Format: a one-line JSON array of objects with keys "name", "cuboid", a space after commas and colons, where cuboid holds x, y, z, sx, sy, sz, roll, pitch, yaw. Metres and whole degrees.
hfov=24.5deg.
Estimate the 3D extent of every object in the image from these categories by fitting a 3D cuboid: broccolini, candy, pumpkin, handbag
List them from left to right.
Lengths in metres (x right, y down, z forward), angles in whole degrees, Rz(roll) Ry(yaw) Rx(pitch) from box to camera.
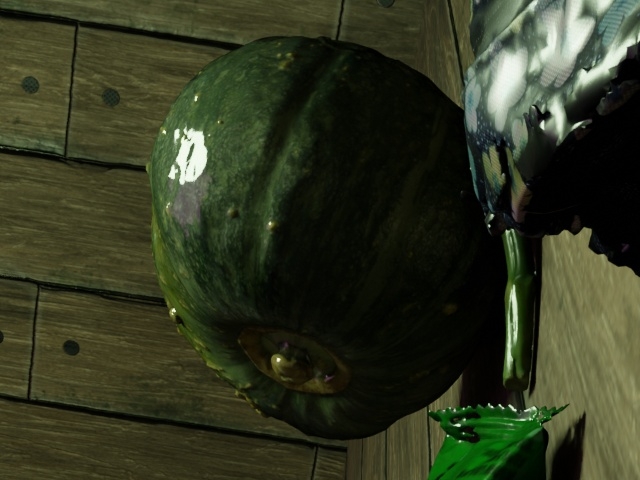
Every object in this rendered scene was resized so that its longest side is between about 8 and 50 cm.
[{"name": "pumpkin", "cuboid": [0.000, 0.000, 1.144, 0.257, 0.291, 0.328, -63, 0, -32]}, {"name": "candy", "cuboid": [0.081, 0.187, 0.787, 0.141, 0.078, 0.203, 99, 174, -78]}, {"name": "broccolini", "cuboid": [0.129, -0.005, 0.983, 0.054, 0.051, 0.239, 109, 165, -52]}, {"name": "handbag", "cuboid": [0.100, -0.095, 0.395, 0.229, 0.126, 0.208, 101, 171, -72]}]
